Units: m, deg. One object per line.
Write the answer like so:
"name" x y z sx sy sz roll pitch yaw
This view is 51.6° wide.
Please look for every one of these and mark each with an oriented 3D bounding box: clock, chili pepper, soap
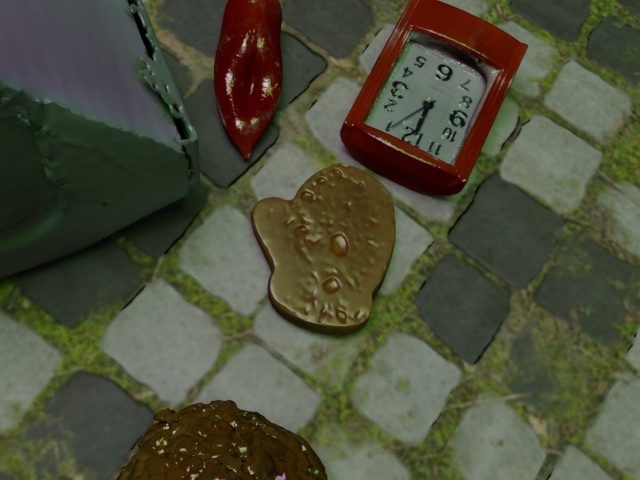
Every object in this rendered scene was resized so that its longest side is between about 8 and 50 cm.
"clock" 0.095 -0.122 0.572 0.113 0.061 0.155 27 71 3
"chili pepper" -0.061 -0.161 0.567 0.059 0.050 0.191 7 74 -23
"soap" -0.302 -0.052 0.373 0.446 0.261 0.156 -22 73 -17

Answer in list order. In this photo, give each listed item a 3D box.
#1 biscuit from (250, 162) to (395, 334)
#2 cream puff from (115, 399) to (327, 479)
"biscuit" 0.000 0.001 0.527 0.118 0.023 0.140 24 68 2
"cream puff" -0.061 0.177 0.397 0.150 0.115 0.165 -19 71 -19
